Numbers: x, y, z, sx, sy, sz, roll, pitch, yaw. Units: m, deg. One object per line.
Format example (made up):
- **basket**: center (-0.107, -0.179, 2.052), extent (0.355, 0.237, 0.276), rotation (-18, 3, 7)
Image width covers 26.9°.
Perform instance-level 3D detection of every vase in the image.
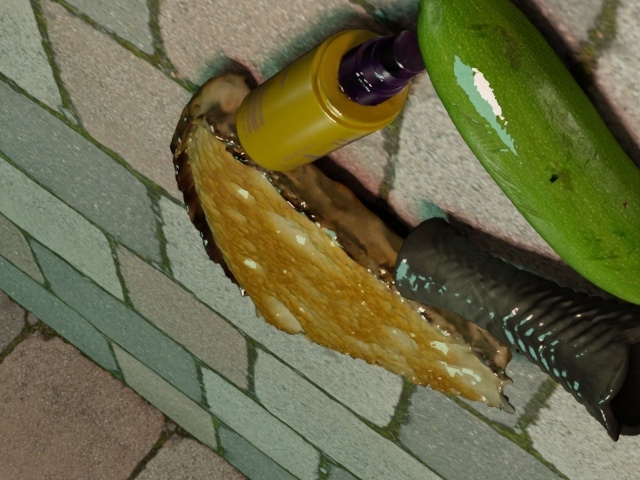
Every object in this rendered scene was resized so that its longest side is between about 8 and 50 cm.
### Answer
- **vase**: center (0.169, 0.060, 1.088), extent (0.237, 0.115, 0.115), rotation (28, 158, 36)

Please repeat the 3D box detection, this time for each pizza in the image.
- **pizza**: center (-0.026, -0.016, 1.309), extent (0.435, 0.080, 0.392), rotation (14, 149, 49)

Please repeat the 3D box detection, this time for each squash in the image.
- **squash**: center (0.155, -0.053, 0.876), extent (0.292, 0.082, 0.082), rotation (48, 159, -25)

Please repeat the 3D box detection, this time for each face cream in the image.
- **face cream**: center (0.013, -0.111, 1.014), extent (0.078, 0.078, 0.273), rotation (43, 160, -12)
